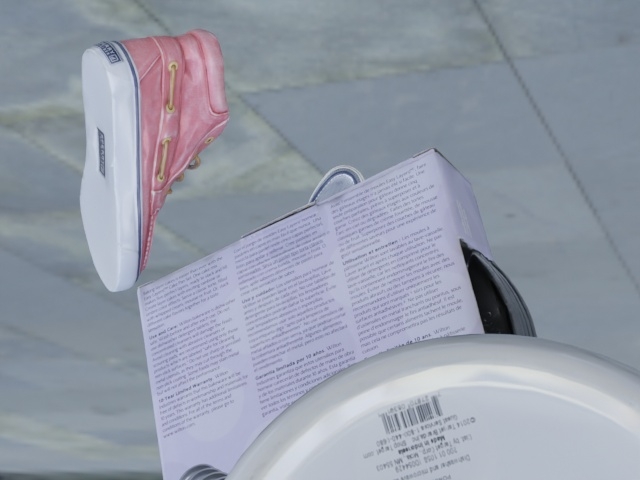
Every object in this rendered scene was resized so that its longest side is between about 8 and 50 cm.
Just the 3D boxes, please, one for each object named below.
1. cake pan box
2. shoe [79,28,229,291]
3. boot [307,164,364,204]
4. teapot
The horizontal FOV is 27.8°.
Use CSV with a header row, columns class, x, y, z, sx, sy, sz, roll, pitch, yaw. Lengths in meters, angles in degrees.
class,x,y,z,sx,sy,sz,roll,pitch,yaw
cake pan box,0.011,0.096,0.858,0.267,0.245,0.070,-26,151,21
shoe,-0.102,-0.048,0.811,0.081,0.063,0.178,-17,132,-28
boot,0.000,0.000,1.402,0.069,0.190,0.086,17,171,11
teapot,0.067,0.171,0.522,0.256,0.252,0.187,25,164,20
